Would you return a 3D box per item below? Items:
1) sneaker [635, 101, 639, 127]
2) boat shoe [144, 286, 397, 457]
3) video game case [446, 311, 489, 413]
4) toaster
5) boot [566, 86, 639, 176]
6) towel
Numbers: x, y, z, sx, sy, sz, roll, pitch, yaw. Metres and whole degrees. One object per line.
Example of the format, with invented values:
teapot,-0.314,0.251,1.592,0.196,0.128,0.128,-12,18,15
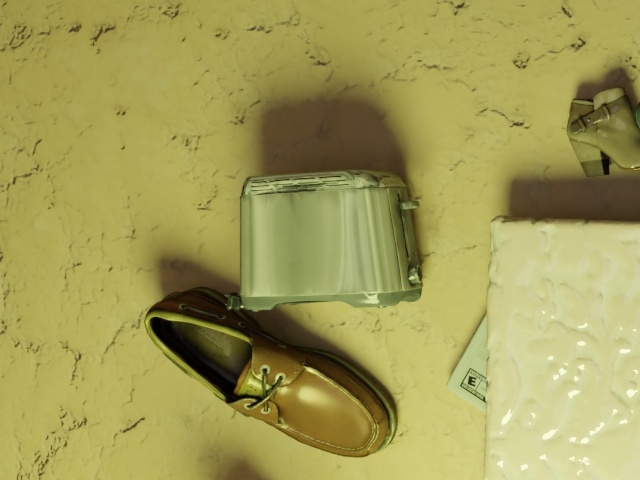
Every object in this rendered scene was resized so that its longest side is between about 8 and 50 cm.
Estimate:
sneaker,0.455,-0.092,1.284,0.341,0.125,0.139,28,113,33
boat shoe,-0.064,0.158,1.560,0.307,0.104,0.111,26,104,18
video game case,0.265,0.129,1.465,0.212,0.023,0.193,32,106,18
toaster,0.000,0.000,1.510,0.227,0.129,0.146,-3,90,25
boot,0.308,-0.112,1.417,0.118,0.042,0.087,-7,90,23
towel,0.316,0.142,1.391,0.317,0.053,0.332,1,90,26
